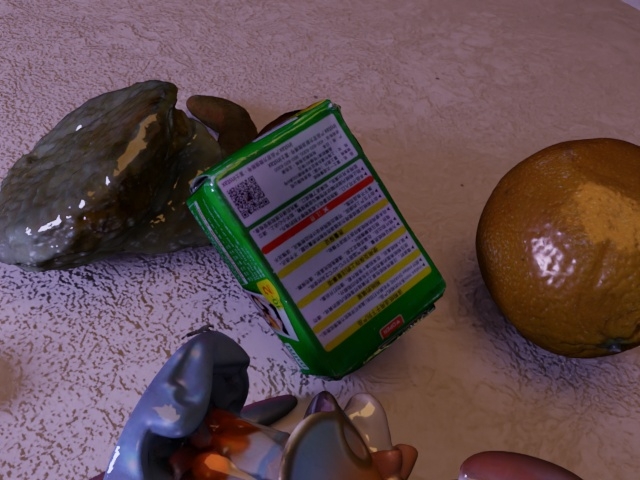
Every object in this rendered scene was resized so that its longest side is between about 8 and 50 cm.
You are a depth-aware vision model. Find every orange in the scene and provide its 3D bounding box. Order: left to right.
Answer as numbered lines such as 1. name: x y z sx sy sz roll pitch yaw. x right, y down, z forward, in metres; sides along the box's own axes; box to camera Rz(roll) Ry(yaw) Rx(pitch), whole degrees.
1. orange: 0.311 0.011 0.734 0.264 0.264 0.264 9 42 -8

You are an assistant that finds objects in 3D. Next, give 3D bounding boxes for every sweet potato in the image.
1. sweet potato: -0.129 -0.151 0.903 0.081 0.062 0.233 -8 45 -24

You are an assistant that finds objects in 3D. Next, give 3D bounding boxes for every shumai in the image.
1. shumai: -0.219 -0.034 0.713 0.271 0.204 0.222 -27 40 6

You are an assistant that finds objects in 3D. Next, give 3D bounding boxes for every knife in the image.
1. knife: -0.125 0.194 0.567 0.247 0.018 0.035 -19 56 -30

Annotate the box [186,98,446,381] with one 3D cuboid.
1. box: 0.000 0.000 0.643 0.180 0.103 0.250 -34 95 -22

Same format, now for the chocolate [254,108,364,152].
1. chocolate: -0.017 -0.071 0.786 0.176 0.177 0.177 9 42 -8

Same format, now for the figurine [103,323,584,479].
1. figurine: 0.057 0.239 0.439 0.388 0.248 0.277 16 44 13
